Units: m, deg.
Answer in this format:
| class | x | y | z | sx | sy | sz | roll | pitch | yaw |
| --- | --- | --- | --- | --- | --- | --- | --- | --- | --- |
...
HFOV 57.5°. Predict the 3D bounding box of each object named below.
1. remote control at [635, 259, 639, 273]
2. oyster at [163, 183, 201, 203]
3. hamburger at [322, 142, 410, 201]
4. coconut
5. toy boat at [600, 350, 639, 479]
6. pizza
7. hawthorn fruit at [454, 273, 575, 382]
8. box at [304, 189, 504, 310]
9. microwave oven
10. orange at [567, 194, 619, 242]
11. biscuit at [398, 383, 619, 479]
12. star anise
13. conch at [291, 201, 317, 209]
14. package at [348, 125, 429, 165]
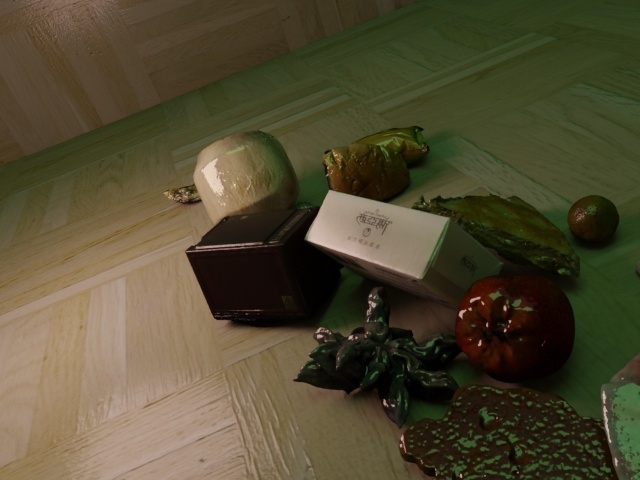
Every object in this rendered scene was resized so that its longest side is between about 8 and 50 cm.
| class | x | y | z | sx | sy | sz | roll | pitch | yaw |
| --- | --- | --- | --- | --- | --- | --- | --- | --- | --- |
| remote control | 0.576 | 0.097 | 0.827 | 0.110 | 0.055 | 0.313 | -16 | 32 | 7 |
| oyster | -0.376 | -0.143 | 1.732 | 0.166 | 0.053 | 0.108 | -22 | 41 | -17 |
| hamburger | 0.115 | -0.160 | 1.401 | 0.208 | 0.155 | 0.135 | -11 | 36 | 0 |
| coconut | -0.174 | -0.133 | 1.440 | 0.245 | 0.247 | 0.245 | -23 | 3 | 1 |
| toy boat | 0.408 | 0.259 | 0.646 | 0.206 | 0.096 | 0.282 | 17 | 59 | 20 |
| pizza | 0.299 | -0.028 | 1.067 | 0.288 | 0.075 | 0.280 | 13 | 26 | -4 |
| hawthorn fruit | 0.285 | 0.126 | 0.862 | 0.174 | 0.173 | 0.179 | -14 | 2 | 9 |
| box | 0.143 | 0.020 | 1.026 | 0.274 | 0.203 | 0.116 | 18 | 79 | 46 |
| microwave oven | -0.105 | 0.050 | 1.161 | 0.248 | 0.188 | 0.178 | -5 | 29 | 30 |
| orange | 0.496 | -0.042 | 1.059 | 0.085 | 0.085 | 0.095 | 9 | 44 | 38 |
| biscuit | 0.243 | 0.281 | 0.739 | 0.291 | 0.041 | 0.208 | 1 | 40 | 25 |
| star anise | 0.092 | 0.184 | 0.914 | 0.283 | 0.129 | 0.212 | 26 | 41 | 37 |
| conch | -0.046 | -0.067 | 1.428 | 0.086 | 0.056 | 0.076 | -14 | 19 | 8 |
| package | 0.173 | -0.238 | 1.533 | 0.227 | 0.090 | 0.168 | -12 | 29 | 7 |
